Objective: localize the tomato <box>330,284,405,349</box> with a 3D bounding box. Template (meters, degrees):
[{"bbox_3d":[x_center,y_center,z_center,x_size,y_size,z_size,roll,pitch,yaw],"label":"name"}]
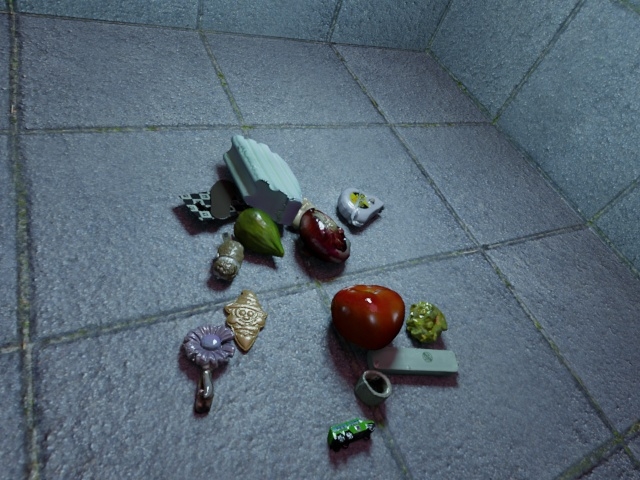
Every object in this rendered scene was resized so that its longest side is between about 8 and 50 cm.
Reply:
[{"bbox_3d":[0.182,0.287,1.556,0.298,0.298,0.227,0,93,-22],"label":"tomato"}]

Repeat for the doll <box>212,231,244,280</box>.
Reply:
[{"bbox_3d":[-0.356,0.063,1.632,0.114,0.105,0.221,-20,41,15],"label":"doll"}]

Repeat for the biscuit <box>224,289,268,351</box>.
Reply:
[{"bbox_3d":[-0.273,0.288,1.527,0.162,0.035,0.250,3,53,-14],"label":"biscuit"}]

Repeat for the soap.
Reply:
[{"bbox_3d":[-0.245,-0.270,1.857,0.261,0.156,0.446,12,34,-43],"label":"soap"}]

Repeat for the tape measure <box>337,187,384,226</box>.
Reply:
[{"bbox_3d":[0.180,-0.170,2.027,0.197,0.120,0.236,45,45,9],"label":"tape measure"}]

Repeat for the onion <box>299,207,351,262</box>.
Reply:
[{"bbox_3d":[0.000,0.000,1.796,0.272,0.195,0.272,45,20,-21],"label":"onion"}]

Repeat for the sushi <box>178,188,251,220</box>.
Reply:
[{"bbox_3d":[-0.451,-0.141,1.796,0.192,0.043,0.279,41,34,23],"label":"sushi"}]

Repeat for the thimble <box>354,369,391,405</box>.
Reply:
[{"bbox_3d":[0.187,0.521,1.472,0.115,0.090,0.102,21,47,-6],"label":"thimble"}]

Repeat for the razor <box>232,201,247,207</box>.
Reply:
[{"bbox_3d":[-0.323,-0.186,1.883,0.066,0.033,0.190,-4,25,24],"label":"razor"}]

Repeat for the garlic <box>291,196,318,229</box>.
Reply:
[{"bbox_3d":[-0.081,-0.117,1.907,0.124,0.099,0.174,50,54,-3],"label":"garlic"}]

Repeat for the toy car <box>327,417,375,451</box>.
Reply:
[{"bbox_3d":[0.102,0.630,1.363,0.164,0.071,0.063,-7,41,-26],"label":"toy car"}]

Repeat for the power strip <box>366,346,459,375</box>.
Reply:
[{"bbox_3d":[0.366,0.470,1.607,0.384,0.062,0.091,7,49,-15],"label":"power strip"}]

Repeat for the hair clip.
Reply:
[{"bbox_3d":[-0.368,0.403,1.362,0.172,0.069,0.301,7,50,-17],"label":"hair clip"}]

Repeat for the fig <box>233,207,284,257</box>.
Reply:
[{"bbox_3d":[-0.246,-0.031,1.720,0.233,0.167,0.167,31,45,-18],"label":"fig"}]

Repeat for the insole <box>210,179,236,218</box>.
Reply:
[{"bbox_3d":[-0.431,-0.187,1.823,0.111,0.007,0.328,9,35,-14],"label":"insole"}]

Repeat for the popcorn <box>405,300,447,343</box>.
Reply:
[{"bbox_3d":[0.434,0.342,1.702,0.173,0.142,0.174,29,44,-32],"label":"popcorn"}]
